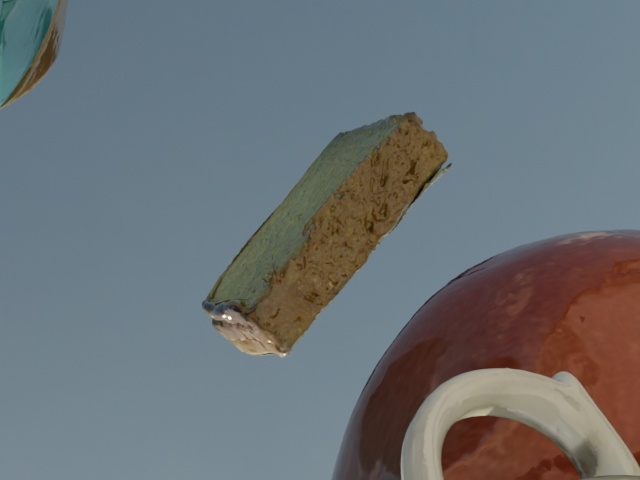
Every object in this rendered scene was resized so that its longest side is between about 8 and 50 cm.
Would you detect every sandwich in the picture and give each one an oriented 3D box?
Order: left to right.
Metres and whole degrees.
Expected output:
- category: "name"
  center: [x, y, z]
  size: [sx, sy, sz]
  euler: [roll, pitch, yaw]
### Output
- category: "sandwich"
  center: [0.001, 0.001, 1.494]
  size: [0.087, 0.226, 0.251]
  euler: [44, -104, -13]

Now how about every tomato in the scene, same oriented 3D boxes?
- category: "tomato"
  center: [0.145, 0.151, 0.808]
  size: [0.321, 0.321, 0.321]
  euler: [20, -115, -50]

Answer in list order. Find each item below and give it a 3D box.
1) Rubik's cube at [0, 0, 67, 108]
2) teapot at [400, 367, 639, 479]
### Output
- category: "Rubik's cube"
  center: [-0.180, -0.107, 0.662]
  size: [0.254, 0.254, 0.254]
  euler: [20, -115, -50]
- category: "teapot"
  center: [0.120, 0.169, 0.540]
  size: [0.139, 0.204, 0.298]
  euler: [-19, -114, -36]
